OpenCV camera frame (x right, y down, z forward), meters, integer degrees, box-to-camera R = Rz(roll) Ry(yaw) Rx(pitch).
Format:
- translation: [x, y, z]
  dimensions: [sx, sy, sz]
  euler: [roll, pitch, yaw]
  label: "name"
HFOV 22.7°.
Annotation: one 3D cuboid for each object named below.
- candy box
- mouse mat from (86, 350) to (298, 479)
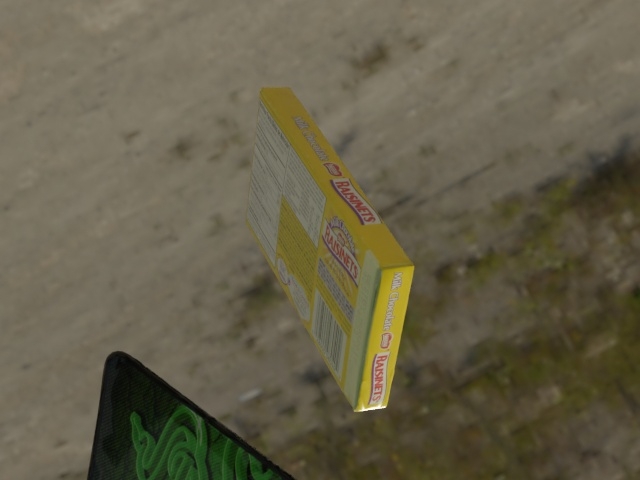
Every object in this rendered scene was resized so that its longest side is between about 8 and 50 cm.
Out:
- translation: [0.000, 0.000, 0.974]
  dimensions: [0.027, 0.206, 0.105]
  euler: [-4, 126, -22]
  label: "candy box"
- translation: [-0.062, 0.161, 0.768]
  dimensions: [0.007, 0.152, 0.190]
  euler: [-26, 139, -45]
  label: "mouse mat"
